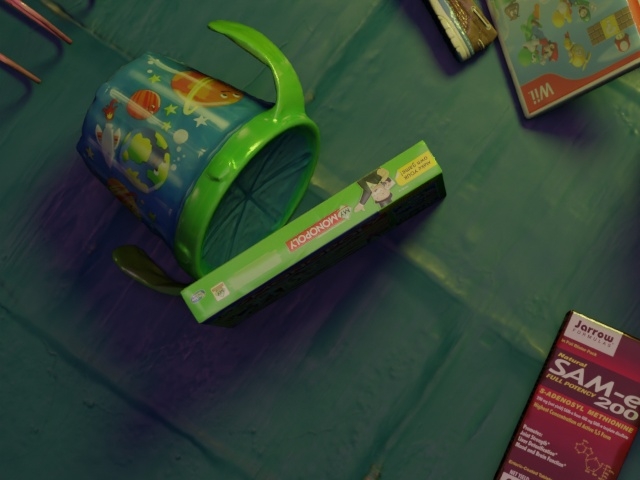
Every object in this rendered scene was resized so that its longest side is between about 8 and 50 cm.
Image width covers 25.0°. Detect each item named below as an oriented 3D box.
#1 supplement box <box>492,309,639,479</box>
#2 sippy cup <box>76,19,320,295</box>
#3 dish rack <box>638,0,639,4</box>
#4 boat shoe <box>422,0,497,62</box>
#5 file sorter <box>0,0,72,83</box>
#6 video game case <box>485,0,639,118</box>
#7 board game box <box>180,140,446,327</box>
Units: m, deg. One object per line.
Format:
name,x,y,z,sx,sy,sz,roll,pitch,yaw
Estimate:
supplement box,0.305,0.216,1.705,0.130,0.073,0.239,23,87,8
sippy cup,-0.157,-0.101,1.713,0.224,0.240,0.305,34,80,19
dish rack,0.383,-0.405,1.705,0.285,0.072,0.332,-20,84,23
boat shoe,0.155,-0.312,1.772,0.066,0.066,0.183,-28,93,-2
file sorter,-0.354,-0.360,1.755,0.182,0.202,0.290,33,89,6
video game case,0.272,-0.310,1.705,0.025,0.204,0.285,-13,82,-38
board game box,0.000,0.000,1.683,0.317,0.213,0.046,-32,83,3
